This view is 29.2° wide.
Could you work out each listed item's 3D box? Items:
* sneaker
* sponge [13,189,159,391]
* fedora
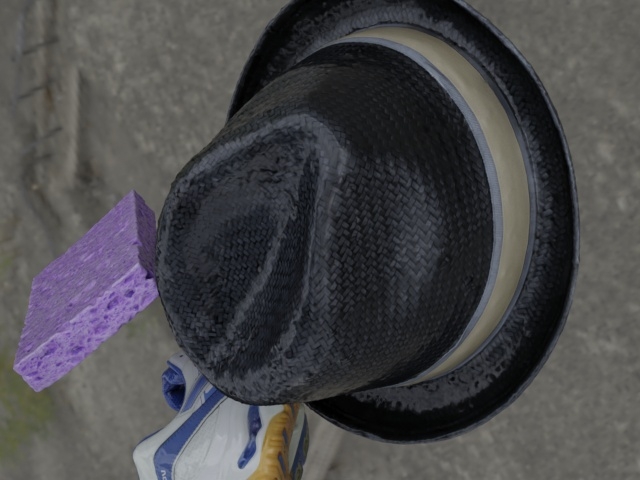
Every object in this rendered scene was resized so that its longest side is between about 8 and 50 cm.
[{"bbox_3d":[-0.062,0.093,1.007,0.131,0.296,0.111,2,125,15],"label":"sneaker"},{"bbox_3d":[-0.176,0.032,0.945,0.031,0.117,0.210,49,-176,-19],"label":"sponge"},{"bbox_3d":[0.000,0.000,0.784,0.334,0.153,0.334,18,117,38],"label":"fedora"}]
